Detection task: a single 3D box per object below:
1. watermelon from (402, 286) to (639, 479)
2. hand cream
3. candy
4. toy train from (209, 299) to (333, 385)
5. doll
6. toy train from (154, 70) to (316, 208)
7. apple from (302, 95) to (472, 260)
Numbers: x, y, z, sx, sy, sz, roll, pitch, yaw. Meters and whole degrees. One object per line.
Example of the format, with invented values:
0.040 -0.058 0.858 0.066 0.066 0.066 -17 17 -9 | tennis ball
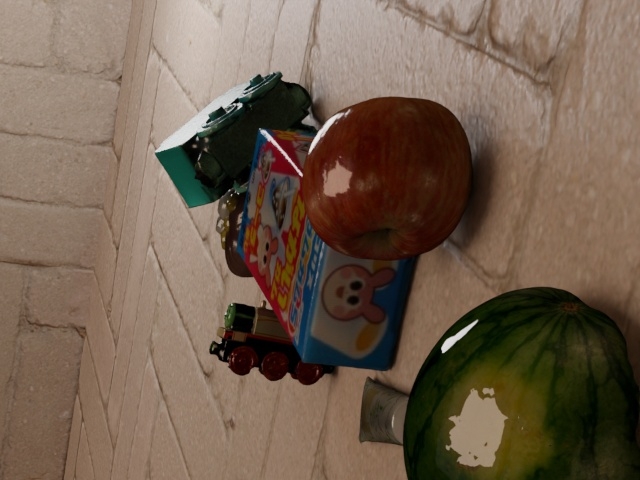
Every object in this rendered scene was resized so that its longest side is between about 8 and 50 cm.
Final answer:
0.121 0.143 0.820 0.204 0.127 0.232 -111 26 -47 | watermelon
0.063 0.162 1.123 0.194 0.042 0.067 165 108 -75 | hand cream
-0.001 0.000 1.270 0.306 0.100 0.157 -128 47 -63 | candy
-0.049 0.108 1.321 0.050 0.138 0.087 -178 99 -74 | toy train
-0.089 -0.028 1.558 0.188 0.096 0.145 -131 56 -79 | doll
-0.101 -0.122 1.468 0.154 0.198 0.107 -11 117 48 | toy train
0.058 -0.056 1.042 0.146 0.146 0.131 139 138 -64 | apple
